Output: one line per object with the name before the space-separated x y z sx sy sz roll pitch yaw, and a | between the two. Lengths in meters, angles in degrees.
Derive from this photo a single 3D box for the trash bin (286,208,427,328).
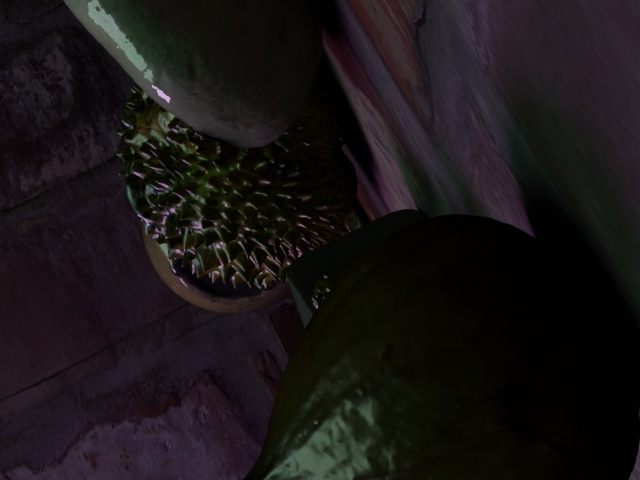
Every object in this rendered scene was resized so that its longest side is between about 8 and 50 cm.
trash bin | 0.103 0.170 1.587 0.343 0.158 0.223 65 175 -24

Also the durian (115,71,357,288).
durian | -0.087 -0.085 1.806 0.291 0.225 0.291 158 90 -87

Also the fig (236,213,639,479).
fig | 0.022 0.112 1.082 0.217 0.321 0.217 157 90 -84

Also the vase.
vase | -0.082 -0.026 2.439 0.329 0.241 0.302 37 -163 -18

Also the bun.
bun | -0.095 -0.218 1.536 0.283 0.179 0.283 45 -169 -11

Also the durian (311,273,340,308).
durian | 0.109 0.134 1.356 0.306 0.172 0.166 50 -166 3

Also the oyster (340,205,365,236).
oyster | 0.006 0.003 2.072 0.133 0.072 0.209 -3 106 60
